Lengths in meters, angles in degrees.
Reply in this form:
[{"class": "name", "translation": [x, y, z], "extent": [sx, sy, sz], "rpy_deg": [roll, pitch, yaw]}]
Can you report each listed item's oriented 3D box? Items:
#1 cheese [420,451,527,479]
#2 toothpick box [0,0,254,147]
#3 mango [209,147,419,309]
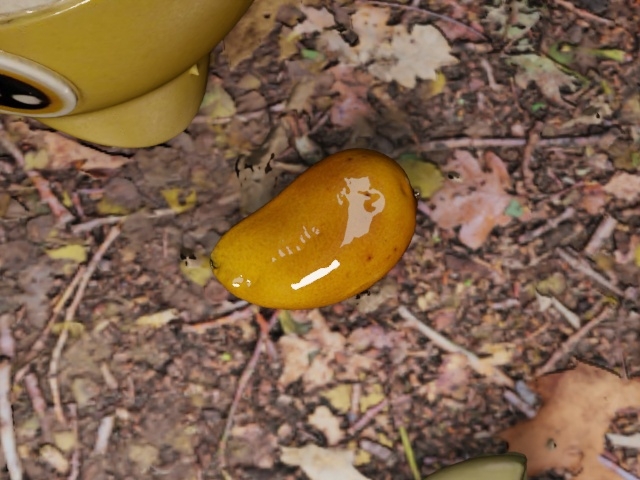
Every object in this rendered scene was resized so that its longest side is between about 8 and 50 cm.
[{"class": "cheese", "translation": [0.108, 0.242, 1.334], "extent": [0.175, 0.091, 0.202], "rpy_deg": [4, 63, -1]}, {"class": "toothpick box", "translation": [-0.206, -0.298, 1.422], "extent": [0.409, 0.425, 0.409], "rpy_deg": [7, 47, -8]}, {"class": "mango", "translation": [0.002, 0.001, 1.464], "extent": [0.159, 0.084, 0.105], "rpy_deg": [-34, 66, 6]}]
